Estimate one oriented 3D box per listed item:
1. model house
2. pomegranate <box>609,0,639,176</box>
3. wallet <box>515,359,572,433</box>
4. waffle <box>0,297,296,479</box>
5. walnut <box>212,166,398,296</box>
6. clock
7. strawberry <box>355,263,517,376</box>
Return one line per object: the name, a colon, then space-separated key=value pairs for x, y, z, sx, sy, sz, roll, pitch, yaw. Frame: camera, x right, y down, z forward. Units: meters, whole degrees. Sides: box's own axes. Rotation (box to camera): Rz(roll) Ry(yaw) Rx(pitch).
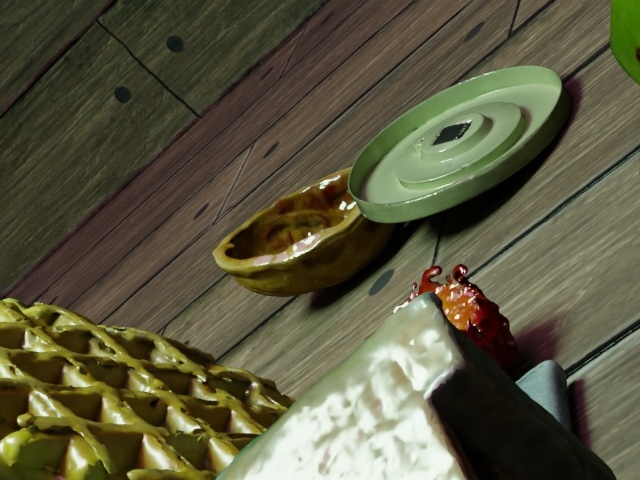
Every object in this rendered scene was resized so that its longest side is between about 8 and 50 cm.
model house: x=0.052 y=0.236 z=0.855 sx=0.267 sy=0.194 sz=0.325 roll=-42 pitch=28 yaw=9
pomegranate: x=0.286 y=-0.132 z=1.027 sx=0.260 sy=0.261 sz=0.340 roll=-81 pitch=5 yaw=-67
wallet: x=0.080 y=0.184 z=1.137 sx=0.222 sy=0.036 sz=0.167 roll=-41 pitch=14 yaw=20
waffle: x=-0.161 y=0.140 z=1.329 sx=0.382 sy=0.380 sz=0.095 roll=-79 pitch=8 yaw=-80
walnut: x=-0.001 y=0.002 z=1.780 sx=0.211 sy=0.087 sz=0.167 roll=-24 pitch=23 yaw=16
clock: x=0.132 y=-0.096 z=1.663 sx=0.235 sy=0.029 sz=0.235 roll=-27 pitch=21 yaw=12
strawberry: x=0.084 y=0.095 z=1.271 sx=0.145 sy=0.086 sz=0.145 roll=-45 pitch=14 yaw=15
